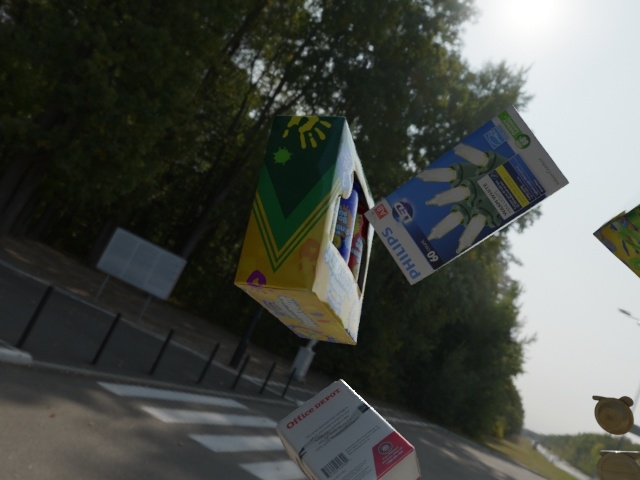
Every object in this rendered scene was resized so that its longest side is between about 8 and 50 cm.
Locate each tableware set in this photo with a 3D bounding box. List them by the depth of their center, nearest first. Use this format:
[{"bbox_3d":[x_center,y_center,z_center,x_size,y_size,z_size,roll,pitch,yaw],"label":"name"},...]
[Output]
[{"bbox_3d":[0.462,0.291,0.810,0.020,0.169,0.141,-3,-6,-45],"label":"tableware set"}]

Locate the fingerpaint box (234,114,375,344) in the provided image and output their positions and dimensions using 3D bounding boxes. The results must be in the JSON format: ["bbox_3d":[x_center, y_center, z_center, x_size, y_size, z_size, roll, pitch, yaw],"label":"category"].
[{"bbox_3d":[0.000,0.000,1.271,0.163,0.371,0.445,5,-21,17],"label":"fingerpaint box"}]

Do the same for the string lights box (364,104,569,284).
[{"bbox_3d":[0.210,-0.061,0.835,0.133,0.259,0.076,56,22,9],"label":"string lights box"}]

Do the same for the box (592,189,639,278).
[{"bbox_3d":[0.788,0.006,1.204,0.290,0.177,0.279,47,-2,12],"label":"box"}]

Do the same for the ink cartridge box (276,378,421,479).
[{"bbox_3d":[0.049,0.410,1.111,0.237,0.171,0.100,33,-33,49],"label":"ink cartridge box"}]
